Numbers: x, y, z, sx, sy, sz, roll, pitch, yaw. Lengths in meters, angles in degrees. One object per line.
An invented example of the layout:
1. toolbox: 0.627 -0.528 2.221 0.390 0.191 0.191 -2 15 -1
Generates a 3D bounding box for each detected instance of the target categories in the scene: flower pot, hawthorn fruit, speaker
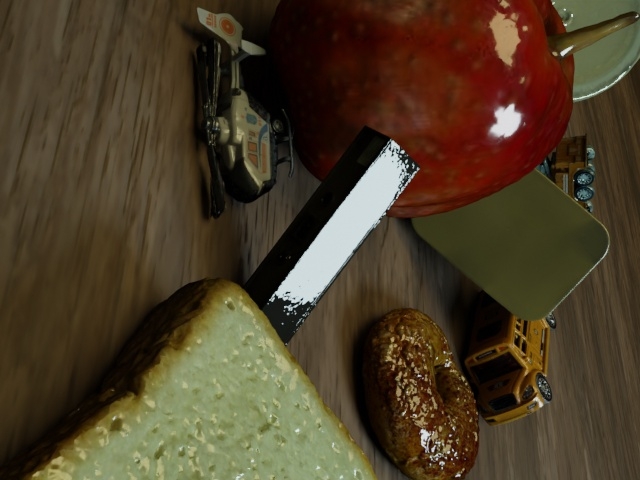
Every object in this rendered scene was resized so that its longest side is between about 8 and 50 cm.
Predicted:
1. flower pot: 0.305 -0.313 1.058 0.307 0.307 0.244 58 10 -18
2. hawthorn fruit: 0.126 -0.163 0.724 0.287 0.330 0.287 32 54 -57
3. speaker: 0.000 0.000 0.613 0.046 0.191 0.040 37 1 -40

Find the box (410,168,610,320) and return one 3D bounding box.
1. box: 0.220 -0.020 0.904 0.201 0.144 0.090 39 16 4

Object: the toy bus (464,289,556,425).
1. toy bus: 0.232 0.132 0.950 0.088 0.083 0.194 47 35 -16

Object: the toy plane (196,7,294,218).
1. toy plane: -0.070 -0.111 0.673 0.078 0.053 0.197 8 71 -44

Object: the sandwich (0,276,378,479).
1. sandwich: -0.078 0.186 0.461 0.254 0.099 0.288 62 33 -11

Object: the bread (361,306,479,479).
1. bread: 0.108 0.157 0.779 0.193 0.064 0.193 36 43 -43

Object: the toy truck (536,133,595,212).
1. toy truck: 0.398 -0.080 1.282 0.080 0.115 0.178 -69 152 -46
